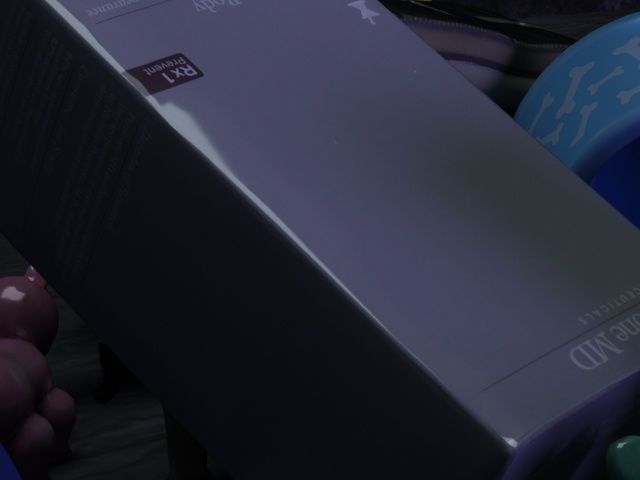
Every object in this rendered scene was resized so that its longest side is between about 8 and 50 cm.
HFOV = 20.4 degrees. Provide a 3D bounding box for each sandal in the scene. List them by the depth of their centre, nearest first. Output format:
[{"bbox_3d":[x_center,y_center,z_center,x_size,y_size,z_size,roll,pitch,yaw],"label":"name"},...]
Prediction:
[{"bbox_3d":[0.075,-0.057,0.797,0.303,0.086,0.120,9,12,-36],"label":"sandal"}]

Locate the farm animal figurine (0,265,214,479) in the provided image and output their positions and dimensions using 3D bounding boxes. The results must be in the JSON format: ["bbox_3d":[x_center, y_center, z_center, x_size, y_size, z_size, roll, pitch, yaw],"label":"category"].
[{"bbox_3d":[-0.081,-0.013,0.826,0.330,0.172,0.327,4,15,43],"label":"farm animal figurine"}]

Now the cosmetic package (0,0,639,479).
[{"bbox_3d":[0.000,0.000,0.582,0.238,0.107,0.127,40,41,23],"label":"cosmetic package"}]

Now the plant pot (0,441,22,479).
[{"bbox_3d":[-0.194,0.077,0.334,0.236,0.212,0.236,1,14,34],"label":"plant pot"}]

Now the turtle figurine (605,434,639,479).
[{"bbox_3d":[0.148,0.076,0.383,0.175,0.118,0.234,-9,-3,-43],"label":"turtle figurine"}]

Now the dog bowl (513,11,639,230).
[{"bbox_3d":[0.218,-0.011,0.695,0.297,0.166,0.074,-5,23,9],"label":"dog bowl"}]
